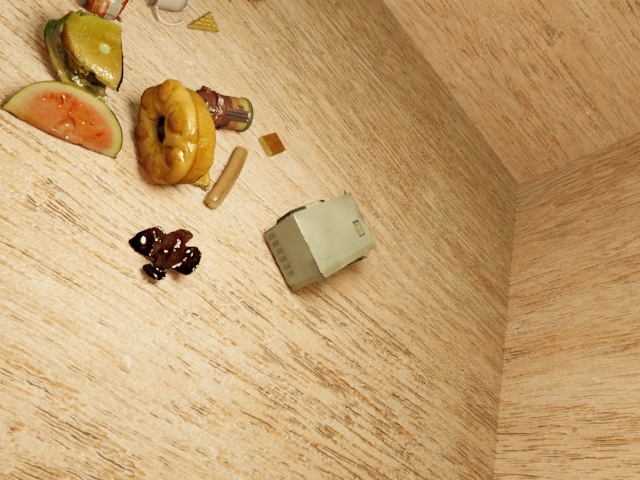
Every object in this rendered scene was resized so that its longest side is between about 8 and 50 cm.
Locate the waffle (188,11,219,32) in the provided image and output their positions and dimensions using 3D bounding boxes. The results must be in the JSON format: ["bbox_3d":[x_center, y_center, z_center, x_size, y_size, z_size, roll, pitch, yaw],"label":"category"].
[{"bbox_3d":[-0.498,-0.910,1.717,0.152,0.023,0.098,-21,85,-46],"label":"waffle"}]

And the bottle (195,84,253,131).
[{"bbox_3d":[-0.389,-0.490,1.536,0.271,0.143,0.156,-3,73,-42],"label":"bottle"}]

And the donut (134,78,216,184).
[{"bbox_3d":[-0.460,-0.333,1.304,0.150,0.299,0.317,-4,106,-55],"label":"donut"}]

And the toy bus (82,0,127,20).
[{"bbox_3d":[-0.714,-0.871,1.425,0.119,0.121,0.265,30,51,-36],"label":"toy bus"}]

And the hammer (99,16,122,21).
[{"bbox_3d":[-0.742,-0.761,1.426,0.123,0.014,0.029,-31,82,-45],"label":"hammer"}]

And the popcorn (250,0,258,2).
[{"bbox_3d":[-0.322,-1.266,1.893,0.335,0.274,0.279,9,93,-32],"label":"popcorn"}]

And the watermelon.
[{"bbox_3d":[-0.726,-0.386,1.223,0.303,0.159,0.128,23,18,-35],"label":"watermelon"}]

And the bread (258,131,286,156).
[{"bbox_3d":[-0.203,-0.403,1.744,0.094,0.035,0.090,-33,94,-46],"label":"bread"}]

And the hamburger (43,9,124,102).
[{"bbox_3d":[-0.714,-0.571,1.249,0.192,0.167,0.288,7,67,-42],"label":"hamburger"}]

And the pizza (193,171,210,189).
[{"bbox_3d":[-0.438,-0.247,1.451,0.099,0.035,0.160,-18,83,-46],"label":"pizza"}]

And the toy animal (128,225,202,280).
[{"bbox_3d":[-0.463,0.032,1.276,0.218,0.116,0.179,24,21,0],"label":"toy animal"}]

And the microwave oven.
[{"bbox_3d":[0.000,0.000,1.614,0.355,0.218,0.286,-27,88,-46],"label":"microwave oven"}]

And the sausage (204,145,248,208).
[{"bbox_3d":[-0.338,-0.232,1.519,0.065,0.065,0.301,38,51,-24],"label":"sausage"}]

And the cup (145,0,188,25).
[{"bbox_3d":[-0.569,-0.927,1.580,0.142,0.134,0.174,-11,78,-47],"label":"cup"}]
